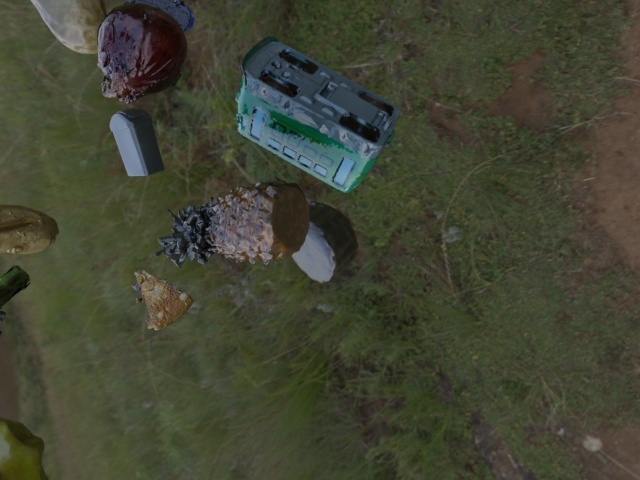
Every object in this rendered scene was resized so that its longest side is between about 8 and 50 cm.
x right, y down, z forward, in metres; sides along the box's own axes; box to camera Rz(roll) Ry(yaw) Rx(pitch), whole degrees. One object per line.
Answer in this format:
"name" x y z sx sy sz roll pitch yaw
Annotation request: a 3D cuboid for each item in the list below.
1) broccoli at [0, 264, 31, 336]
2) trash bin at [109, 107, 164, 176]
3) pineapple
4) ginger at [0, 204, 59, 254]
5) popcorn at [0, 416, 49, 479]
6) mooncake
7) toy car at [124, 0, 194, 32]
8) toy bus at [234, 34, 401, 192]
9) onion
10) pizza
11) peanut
"broccoli" -0.816 0.180 1.317 0.177 0.275 0.199 17 100 3
"trash bin" -0.661 -0.354 1.953 0.176 0.101 0.236 5 115 44
"pineapple" -0.192 -0.026 1.054 0.340 0.169 0.169 -6 99 30
"ginger" -0.584 -0.031 0.712 0.363 0.348 0.122 39 110 -16
"popcorn" -0.320 0.252 0.463 0.197 0.155 0.198 2 103 7
"mooncake" 0.000 0.000 1.538 0.228 0.124 0.228 36 147 28
"toy car" -0.505 -0.715 1.708 0.063 0.216 0.103 -119 42 -78
"toy bus" -0.018 -0.260 1.178 0.343 0.184 0.199 30 139 1
"onion" -0.474 -0.493 1.413 0.280 0.221 0.281 -29 48 37
"pizza" -0.494 0.168 1.638 0.194 0.154 0.069 52 164 -4
"peanut" -0.744 -0.727 1.571 0.192 0.169 0.387 -27 101 15
